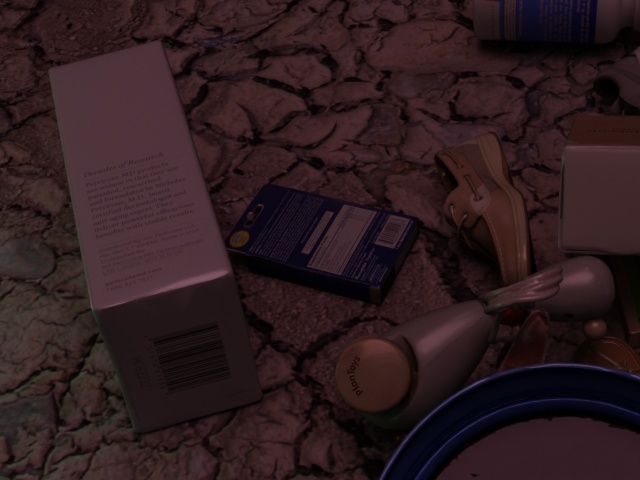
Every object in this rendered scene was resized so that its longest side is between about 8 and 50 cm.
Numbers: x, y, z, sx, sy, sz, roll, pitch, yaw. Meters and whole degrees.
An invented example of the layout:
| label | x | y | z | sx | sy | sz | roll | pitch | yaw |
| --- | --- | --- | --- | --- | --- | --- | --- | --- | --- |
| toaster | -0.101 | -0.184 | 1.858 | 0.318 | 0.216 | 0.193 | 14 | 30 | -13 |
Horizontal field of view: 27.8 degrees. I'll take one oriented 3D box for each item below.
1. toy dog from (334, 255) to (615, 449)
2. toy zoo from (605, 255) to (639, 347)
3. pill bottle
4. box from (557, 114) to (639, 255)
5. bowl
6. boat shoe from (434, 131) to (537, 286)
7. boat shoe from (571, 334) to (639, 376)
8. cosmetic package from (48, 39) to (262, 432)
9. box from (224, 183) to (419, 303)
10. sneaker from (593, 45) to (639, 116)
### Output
| label | x | y | z | sx | sy | sz | roll | pitch | yaw |
| --- | --- | --- | --- | --- | --- | --- | --- | --- | --- |
| toy dog | 0.168 | 0.145 | 1.416 | 0.334 | 0.161 | 0.220 | -22 | -3 | 26 |
| toy zoo | 0.504 | 0.040 | 1.570 | 0.293 | 0.030 | 0.192 | -5 | 44 | 4 |
| pill bottle | 0.368 | -0.368 | 1.916 | 0.272 | 0.152 | 0.152 | 5 | 46 | 12 |
| box | 0.363 | -0.072 | 1.534 | 0.148 | 0.121 | 0.311 | 2 | 12 | 12 |
| bowl | 0.233 | 0.311 | 1.219 | 0.391 | 0.077 | 0.391 | -5 | 66 | 10 |
| boat shoe | 0.207 | -0.029 | 1.634 | 0.098 | 0.109 | 0.302 | -13 | 39 | 3 |
| boat shoe | 0.339 | 0.201 | 1.389 | 0.105 | 0.089 | 0.285 | -10 | 45 | -2 |
| cosmetic package | -0.210 | -0.018 | 1.592 | 0.162 | 0.230 | 0.453 | -15 | 44 | -6 |
| box | 0.000 | 0.000 | 1.679 | 0.225 | 0.036 | 0.136 | 15 | 49 | 20 |
| sneaker | 0.462 | -0.161 | 1.745 | 0.108 | 0.100 | 0.271 | -24 | 40 | -1 |
